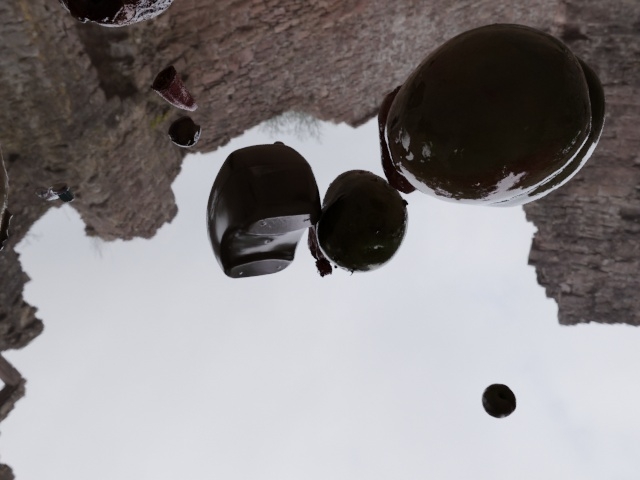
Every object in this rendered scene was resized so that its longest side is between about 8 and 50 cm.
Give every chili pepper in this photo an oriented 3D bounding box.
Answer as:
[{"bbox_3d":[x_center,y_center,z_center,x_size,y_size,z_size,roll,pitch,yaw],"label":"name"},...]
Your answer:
[{"bbox_3d":[-0.410,-0.427,1.575,0.065,0.169,0.088,39,-92,26],"label":"chili pepper"}]

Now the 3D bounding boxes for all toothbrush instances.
[{"bbox_3d":[-0.396,-0.072,0.796,0.021,0.027,0.269,-35,-157,-26],"label":"toothbrush"}]

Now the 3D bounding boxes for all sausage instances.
[{"bbox_3d":[0.206,-0.231,1.241,0.148,0.254,0.148,-13,-158,6],"label":"sausage"}]

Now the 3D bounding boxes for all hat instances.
[{"bbox_3d":[0.000,0.000,2.080,0.107,0.286,0.237,-13,-178,0],"label":"hat"}]

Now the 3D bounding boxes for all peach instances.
[{"bbox_3d":[0.232,-0.161,0.748,0.292,0.247,0.292,-23,-175,2],"label":"peach"},{"bbox_3d":[0.418,0.377,1.267,0.083,0.083,0.083,-6,-139,5],"label":"peach"}]

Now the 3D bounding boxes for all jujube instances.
[{"bbox_3d":[-0.310,-0.445,0.857,0.197,0.197,0.290,-3,-135,9],"label":"jujube"}]

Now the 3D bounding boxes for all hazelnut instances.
[{"bbox_3d":[-0.351,-0.282,1.394,0.086,0.086,0.086,-6,-139,5],"label":"hazelnut"}]

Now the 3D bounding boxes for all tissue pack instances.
[{"bbox_3d":[-0.175,-0.091,1.515,0.267,0.387,0.276,-10,-118,-28],"label":"tissue pack"}]

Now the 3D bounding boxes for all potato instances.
[{"bbox_3d":[0.115,-0.079,1.513,0.270,0.219,0.359,-37,-151,25],"label":"potato"}]

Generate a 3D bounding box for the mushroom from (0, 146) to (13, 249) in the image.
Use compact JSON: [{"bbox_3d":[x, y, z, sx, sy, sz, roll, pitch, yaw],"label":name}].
[{"bbox_3d":[-0.532,-0.102,0.674,0.236,0.173,0.162,18,-89,17],"label":"mushroom"}]
